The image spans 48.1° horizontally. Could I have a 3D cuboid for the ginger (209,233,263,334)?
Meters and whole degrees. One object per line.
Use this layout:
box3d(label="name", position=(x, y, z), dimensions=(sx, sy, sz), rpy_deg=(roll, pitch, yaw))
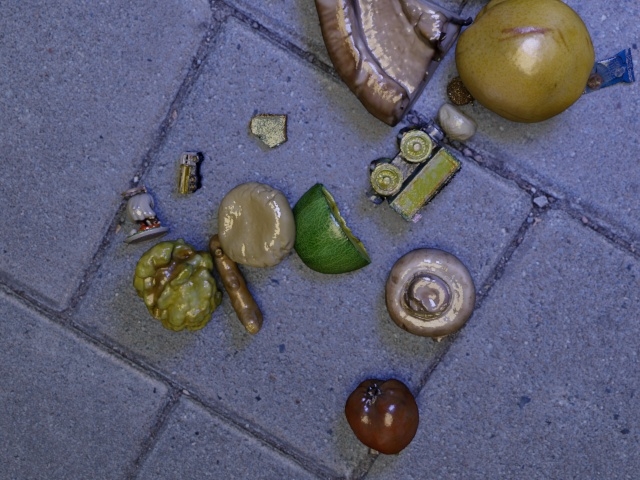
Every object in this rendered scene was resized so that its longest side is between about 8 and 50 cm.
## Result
box3d(label="ginger", position=(-0.237, 0.122, 1.991), dimensions=(0.065, 0.118, 0.298), rpy_deg=(-25, 89, -5))

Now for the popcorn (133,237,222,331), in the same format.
box3d(label="popcorn", position=(-0.376, 0.118, 1.934), dimensions=(0.250, 0.242, 0.235), rpy_deg=(42, 99, -5))

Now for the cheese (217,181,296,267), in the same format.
box3d(label="cheese", position=(-0.168, -0.042, 1.915), dimensions=(0.214, 0.117, 0.225), rpy_deg=(10, 103, 26))

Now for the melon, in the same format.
box3d(label="melon", position=(0.000, 0.000, 1.925), dimensions=(0.169, 0.129, 0.265), rpy_deg=(-32, 96, 14))

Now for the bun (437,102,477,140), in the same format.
box3d(label="bun", position=(0.345, -0.299, 1.840), dimensions=(0.115, 0.115, 0.069), rpy_deg=(35, 110, -1))

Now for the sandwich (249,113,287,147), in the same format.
box3d(label="sandwich", position=(-0.139, -0.296, 1.930), dimensions=(0.105, 0.036, 0.093), rpy_deg=(6, 102, 6))

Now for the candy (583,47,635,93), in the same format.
box3d(label="candy", position=(0.717, -0.426, 1.810), dimensions=(0.136, 0.038, 0.088), rpy_deg=(-11, 112, 16))

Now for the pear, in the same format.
box3d(label="pear", position=(0.485, -0.435, 1.706), dimensions=(0.315, 0.314, 0.314), rpy_deg=(1, 101, 6))

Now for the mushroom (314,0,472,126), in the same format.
box3d(label="mushroom", position=(0.119, -0.517, 1.793), dimensions=(0.397, 0.224, 0.313), rpy_deg=(35, 117, 7))

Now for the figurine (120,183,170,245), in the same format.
box3d(label="figurine", position=(-0.499, -0.075, 1.980), dimensions=(0.132, 0.132, 0.153), rpy_deg=(-20, 85, 10))

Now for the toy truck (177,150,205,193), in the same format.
box3d(label="toy truck", position=(-0.359, -0.186, 1.968), dimensions=(0.063, 0.052, 0.123), rpy_deg=(10, 103, 11))

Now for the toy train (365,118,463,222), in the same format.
box3d(label="toy train", position=(0.239, -0.182, 1.863), dimensions=(0.177, 0.134, 0.261), rpy_deg=(39, 103, -10))

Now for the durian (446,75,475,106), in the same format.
box3d(label="durian", position=(0.364, -0.379, 1.834), dimensions=(0.080, 0.080, 0.091), rpy_deg=(-33, 83, 11))

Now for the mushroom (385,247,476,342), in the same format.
box3d(label="mushroom", position=(0.291, 0.144, 1.892), dimensions=(0.255, 0.184, 0.254), rpy_deg=(0, 88, -1))

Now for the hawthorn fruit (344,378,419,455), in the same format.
box3d(label="hawthorn fruit", position=(0.177, 0.504, 1.978), dimensions=(0.200, 0.199, 0.251), rpy_deg=(-13, 114, 9))
